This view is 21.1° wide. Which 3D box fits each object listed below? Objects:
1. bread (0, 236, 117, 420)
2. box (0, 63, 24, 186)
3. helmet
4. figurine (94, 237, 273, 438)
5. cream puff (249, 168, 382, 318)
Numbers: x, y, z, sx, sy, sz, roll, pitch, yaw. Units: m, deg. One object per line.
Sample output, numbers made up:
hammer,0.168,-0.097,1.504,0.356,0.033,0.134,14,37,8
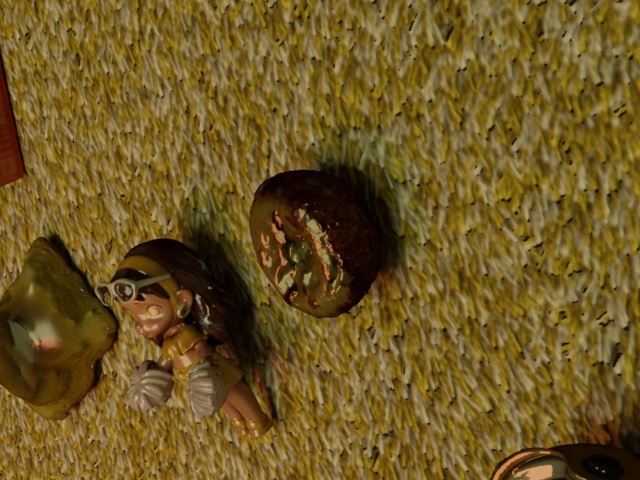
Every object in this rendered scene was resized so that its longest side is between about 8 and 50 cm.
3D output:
bread,-0.344,0.122,2.094,0.160,0.088,0.233,53,141,21
box,-0.475,-0.215,2.095,0.265,0.048,0.273,14,121,47
helmet,0.249,0.254,1.398,0.224,0.130,0.198,43,135,42
figurine,-0.137,0.111,1.807,0.175,0.116,0.240,-10,108,55
cream puff,0.000,0.000,1.600,0.149,0.084,0.149,33,136,38
